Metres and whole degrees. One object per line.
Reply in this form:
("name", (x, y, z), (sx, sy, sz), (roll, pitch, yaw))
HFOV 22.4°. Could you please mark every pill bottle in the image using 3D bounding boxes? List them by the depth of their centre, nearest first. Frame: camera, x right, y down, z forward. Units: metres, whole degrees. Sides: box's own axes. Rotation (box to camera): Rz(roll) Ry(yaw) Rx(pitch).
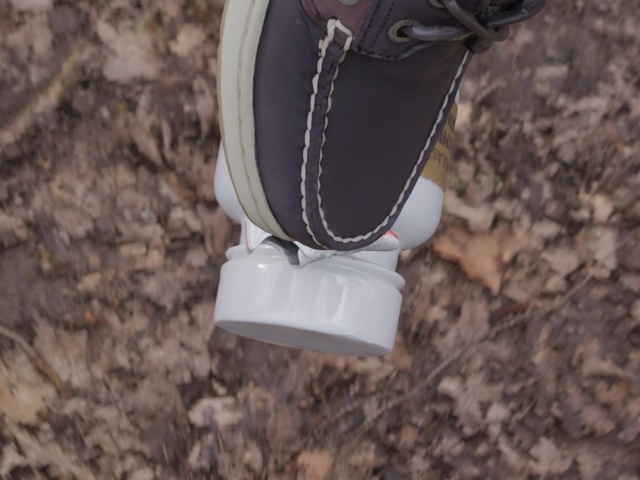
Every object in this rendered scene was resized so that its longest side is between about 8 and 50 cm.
("pill bottle", (0.009, -0.056, 0.918), (0.131, 0.131, 0.229), (10, 79, 1))

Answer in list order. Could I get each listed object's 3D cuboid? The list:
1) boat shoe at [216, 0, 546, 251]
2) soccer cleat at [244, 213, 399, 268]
("boat shoe", (0.041, -0.111, 0.559), (0.092, 0.285, 0.103), (34, 31, 32))
("soccer cleat", (0.000, 0.000, 0.838), (0.083, 0.029, 0.035), (14, 68, -14))
